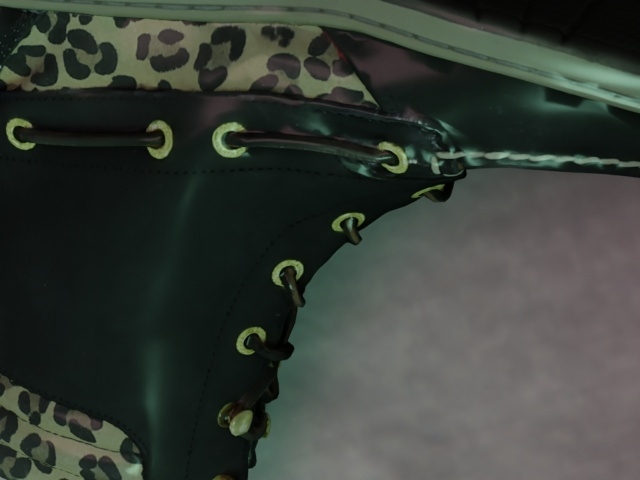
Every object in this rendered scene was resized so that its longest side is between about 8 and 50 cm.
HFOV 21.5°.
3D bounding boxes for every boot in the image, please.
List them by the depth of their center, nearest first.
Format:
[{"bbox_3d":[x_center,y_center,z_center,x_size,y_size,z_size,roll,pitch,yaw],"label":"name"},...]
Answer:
[{"bbox_3d":[-0.001,-0.001,0.488,0.236,0.085,0.178,12,115,9],"label":"boot"}]
